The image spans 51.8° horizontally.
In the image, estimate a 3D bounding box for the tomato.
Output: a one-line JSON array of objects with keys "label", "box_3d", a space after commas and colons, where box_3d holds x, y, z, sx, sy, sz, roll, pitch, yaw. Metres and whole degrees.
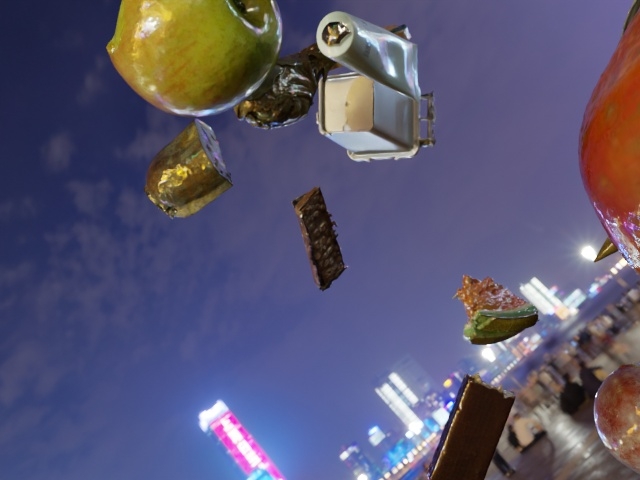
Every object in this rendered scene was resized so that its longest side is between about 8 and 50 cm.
[{"label": "tomato", "box_3d": [0.883, 0.465, 1.718, 0.317, 0.317, 0.282, -18, -52, -52]}]

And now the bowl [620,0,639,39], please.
[{"label": "bowl", "box_3d": [0.645, -0.348, 0.997, 0.337, 0.337, 0.157, 106, -172, -57]}]

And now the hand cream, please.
[{"label": "hand cream", "box_3d": [0.103, -0.314, 1.118, 0.067, 0.109, 0.321, -3, 0, 34]}]

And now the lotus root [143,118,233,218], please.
[{"label": "lotus root", "box_3d": [-0.431, -0.215, 1.995, 0.260, 0.267, 0.149, -33, -40, 12]}]

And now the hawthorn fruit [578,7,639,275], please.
[{"label": "hawthorn fruit", "box_3d": [0.452, -0.094, 0.692, 0.403, 0.403, 0.402, -38, -19, -16]}]

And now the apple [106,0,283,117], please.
[{"label": "apple", "box_3d": [-0.249, -0.422, 1.337, 0.340, 0.339, 0.339, -38, -19, -16]}]

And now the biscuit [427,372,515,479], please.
[{"label": "biscuit", "box_3d": [0.310, 0.399, 1.358, 0.070, 0.106, 0.252, 25, -94, -82]}]

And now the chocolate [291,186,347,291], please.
[{"label": "chocolate", "box_3d": [-0.006, -0.001, 1.593, 0.102, 0.065, 0.329, -44, -34, -21]}]

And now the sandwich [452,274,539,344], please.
[{"label": "sandwich", "box_3d": [0.437, 0.172, 1.670, 0.185, 0.159, 0.109, -3, -38, -19]}]

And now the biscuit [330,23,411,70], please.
[{"label": "biscuit", "box_3d": [0.103, -0.558, 1.906, 0.344, 0.057, 0.287, -22, 22, -8]}]

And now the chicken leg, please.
[{"label": "chicken leg", "box_3d": [-0.054, -0.431, 1.670, 0.429, 0.201, 0.153, -46, 25, -20]}]

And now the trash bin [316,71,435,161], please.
[{"label": "trash bin", "box_3d": [0.168, -0.387, 2.019, 0.368, 0.296, 0.255, 4, -92, -64]}]
